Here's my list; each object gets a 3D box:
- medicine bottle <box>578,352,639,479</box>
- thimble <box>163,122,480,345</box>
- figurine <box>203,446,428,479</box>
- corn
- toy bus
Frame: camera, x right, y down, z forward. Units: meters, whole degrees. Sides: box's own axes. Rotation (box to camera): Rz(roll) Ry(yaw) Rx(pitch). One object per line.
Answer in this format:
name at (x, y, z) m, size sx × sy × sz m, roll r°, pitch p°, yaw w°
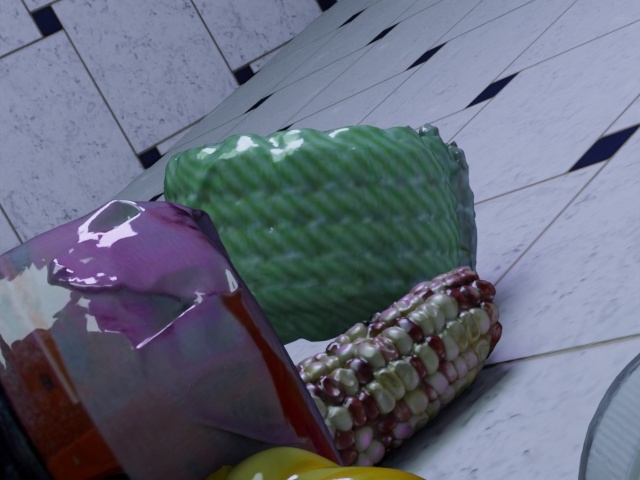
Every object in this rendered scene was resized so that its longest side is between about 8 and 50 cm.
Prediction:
medicine bottle at (0.166, 0.099, 0.451) m, size 0.143 × 0.143 × 0.258 m, roll -37°, pitch 13°, yaw -2°
thimble at (0.000, 0.000, 1.151) m, size 0.219 × 0.150 × 0.219 m, roll -5°, pitch -1°, yaw 0°
figurine at (-0.020, 0.178, 0.706) m, size 0.246 × 0.156 × 0.131 m, roll -36°, pitch -12°, yaw 24°
corn at (0.000, 0.120, 1.003) m, size 0.280 × 0.092 × 0.092 m, roll -35°, pitch 11°, yaw -15°
toy bus at (-0.074, 0.101, 0.793) m, size 0.147 × 0.302 × 0.127 m, roll -29°, pitch 55°, yaw -5°
